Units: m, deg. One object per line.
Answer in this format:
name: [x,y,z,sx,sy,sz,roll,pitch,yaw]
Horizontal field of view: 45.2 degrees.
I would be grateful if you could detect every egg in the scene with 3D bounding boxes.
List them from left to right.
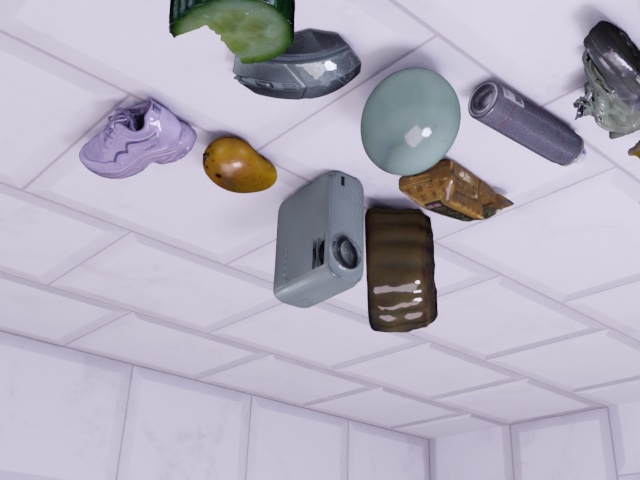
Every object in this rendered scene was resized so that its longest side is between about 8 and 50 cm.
egg: [0.154,-0.203,1.340,0.168,0.168,0.231,7,156,-10]

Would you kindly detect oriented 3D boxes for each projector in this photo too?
projector: [0.000,0.000,1.666,0.108,0.250,0.198,21,147,-32]

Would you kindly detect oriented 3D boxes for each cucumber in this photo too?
cucumber: [-0.116,-0.354,1.121,0.191,0.130,0.191,2,161,1]

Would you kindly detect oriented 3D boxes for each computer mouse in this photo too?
computer mouse: [-0.044,-0.284,1.301,0.231,0.071,0.126,-4,153,13]

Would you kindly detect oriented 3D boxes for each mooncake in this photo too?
mooncake: [0.184,0.069,1.753,0.161,0.290,0.290,-3,153,6]

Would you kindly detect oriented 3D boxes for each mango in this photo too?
mango: [-0.169,-0.147,1.571,0.115,0.090,0.178,-19,156,22]

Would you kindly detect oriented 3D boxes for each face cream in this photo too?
face cream: [0.393,-0.207,1.422,0.283,0.073,0.073,21,148,-32]

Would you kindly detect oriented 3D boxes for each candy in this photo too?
candy: [0.297,-0.094,1.634,0.143,0.101,0.271,-12,156,38]

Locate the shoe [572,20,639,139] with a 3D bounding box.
shoe: [0.481,-0.248,1.287,0.149,0.109,0.293,-28,146,36]

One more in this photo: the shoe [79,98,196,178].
shoe: [-0.374,-0.200,1.480,0.245,0.095,0.137,-11,147,17]

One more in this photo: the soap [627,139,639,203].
soap: [0.734,-0.164,1.256,0.293,0.156,0.335,4,159,-15]
